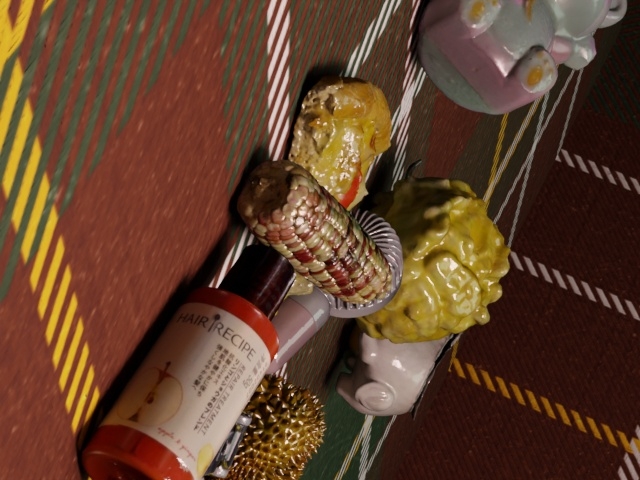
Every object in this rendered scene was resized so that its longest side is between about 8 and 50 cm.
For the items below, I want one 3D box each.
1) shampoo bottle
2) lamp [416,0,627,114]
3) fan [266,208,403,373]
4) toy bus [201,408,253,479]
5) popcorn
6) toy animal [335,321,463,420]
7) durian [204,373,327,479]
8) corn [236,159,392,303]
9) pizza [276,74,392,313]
[{"bbox_3d":[-0.109,0.118,1.407,0.278,0.104,0.104,-58,165,-34],"label":"shampoo bottle"},{"bbox_3d":[0.249,-0.303,1.971,0.301,0.247,0.247,-52,-167,-29],"label":"lamp"},{"bbox_3d":[-0.005,0.060,1.736,0.244,0.130,0.074,-44,154,-27],"label":"fan"},{"bbox_3d":[-0.126,0.200,1.557,0.081,0.074,0.226,-66,168,2],"label":"toy bus"},{"bbox_3d":[0.131,0.019,2.029,0.249,0.249,0.225,-55,134,-42],"label":"popcorn"},{"bbox_3d":[0.123,0.170,2.370,0.208,0.154,0.325,-61,173,6],"label":"toy animal"},{"bbox_3d":[-0.067,0.225,1.741,0.168,0.137,0.158,-49,143,-15],"label":"durian"},{"bbox_3d":[0.000,0.000,1.541,0.086,0.086,0.253,-64,146,-11],"label":"corn"},{"bbox_3d":[0.004,-0.040,1.659,0.287,0.075,0.280,-68,167,8],"label":"pizza"}]
